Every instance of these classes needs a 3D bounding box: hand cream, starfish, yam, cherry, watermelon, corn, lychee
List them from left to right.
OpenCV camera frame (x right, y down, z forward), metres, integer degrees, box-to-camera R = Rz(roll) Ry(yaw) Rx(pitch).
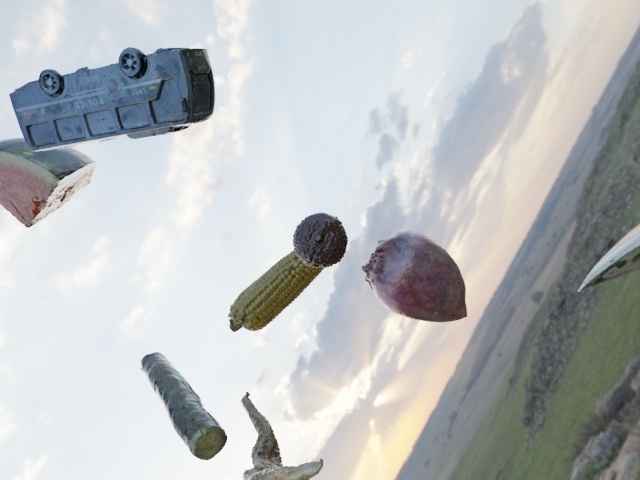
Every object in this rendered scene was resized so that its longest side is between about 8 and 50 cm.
[{"bbox_3d":[-0.405,-0.106,0.784,0.192,0.137,0.145,2,-29,-43],"label":"watermelon"},{"bbox_3d":[-0.229,0.252,0.875,0.061,0.274,0.061,-12,-67,-31],"label":"yam"},{"bbox_3d":[-0.117,0.127,1.434,0.322,0.119,0.119,-44,-17,6],"label":"corn"},{"bbox_3d":[-0.028,0.426,0.949,0.132,0.383,0.398,-53,-7,-14],"label":"starfish"},{"bbox_3d":[0.004,0.000,1.163,0.129,0.123,0.123,10,-73,-64],"label":"lychee"},{"bbox_3d":[0.218,0.087,1.187,0.175,0.249,0.192,-53,-11,14],"label":"cherry"},{"bbox_3d":[0.384,-0.007,0.610,0.276,0.059,0.095,-18,-27,-36],"label":"hand cream"}]

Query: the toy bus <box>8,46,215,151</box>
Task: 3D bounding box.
[{"bbox_3d":[-0.163,-0.110,0.428,0.047,0.165,0.065,-47,-51,-65],"label":"toy bus"}]
